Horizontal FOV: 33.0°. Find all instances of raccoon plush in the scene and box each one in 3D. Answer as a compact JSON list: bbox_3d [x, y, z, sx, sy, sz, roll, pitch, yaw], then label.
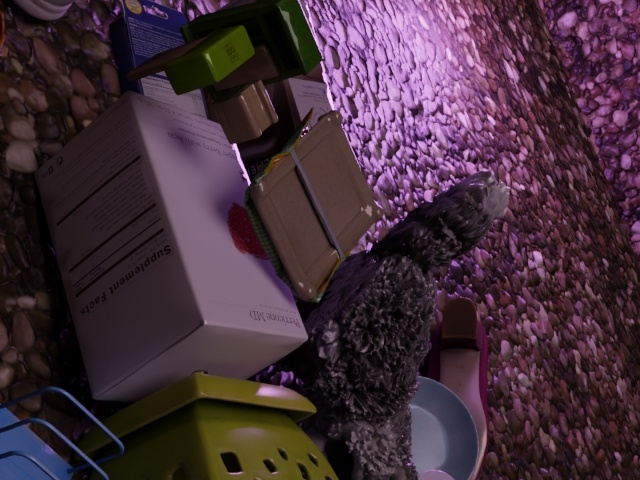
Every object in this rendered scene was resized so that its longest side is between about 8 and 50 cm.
[{"bbox_3d":[0.131,0.156,1.438,0.299,0.446,0.216,55,7,-17],"label":"raccoon plush"}]

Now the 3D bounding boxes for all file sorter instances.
[{"bbox_3d":[-0.278,0.240,1.020,0.118,0.104,0.170,50,36,-25],"label":"file sorter"}]

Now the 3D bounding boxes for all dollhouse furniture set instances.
[{"bbox_3d":[-0.076,-0.097,1.226,0.197,0.151,0.302,-47,121,-45],"label":"dollhouse furniture set"}]

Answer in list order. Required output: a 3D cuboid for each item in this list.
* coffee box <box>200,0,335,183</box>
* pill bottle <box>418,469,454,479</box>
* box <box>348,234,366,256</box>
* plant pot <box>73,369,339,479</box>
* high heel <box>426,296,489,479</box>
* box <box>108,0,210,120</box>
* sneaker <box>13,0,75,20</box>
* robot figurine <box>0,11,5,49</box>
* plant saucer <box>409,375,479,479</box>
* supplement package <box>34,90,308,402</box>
[{"bbox_3d":[-0.079,-0.181,1.525,0.118,0.168,0.297,5,66,-55],"label":"coffee box"},{"bbox_3d":[0.142,0.389,1.506,0.086,0.152,0.086,8,45,-8],"label":"pill bottle"},{"bbox_3d":[0.000,0.000,1.656,0.207,0.036,0.114,27,49,-47],"label":"box"},{"bbox_3d":[-0.118,0.268,1.140,0.227,0.228,0.207,19,50,-50],"label":"plant pot"},{"bbox_3d":[0.219,0.292,1.757,0.181,0.127,0.377,73,28,-61],"label":"high heel"},{"bbox_3d":[-0.215,-0.218,1.467,0.136,0.036,0.225,7,66,-55],"label":"box"},{"bbox_3d":[-0.358,-0.420,1.269,0.305,0.152,0.114,57,35,-14],"label":"sneaker"},{"bbox_3d":[-0.417,-0.284,1.132,0.211,0.085,0.291,13,59,-33],"label":"robot figurine"},{"bbox_3d":[0.141,0.300,1.618,0.194,0.037,0.195,6,63,-13],"label":"plant saucer"},{"bbox_3d":[-0.170,0.016,1.205,0.177,0.175,0.293,15,47,-53],"label":"supplement package"}]
